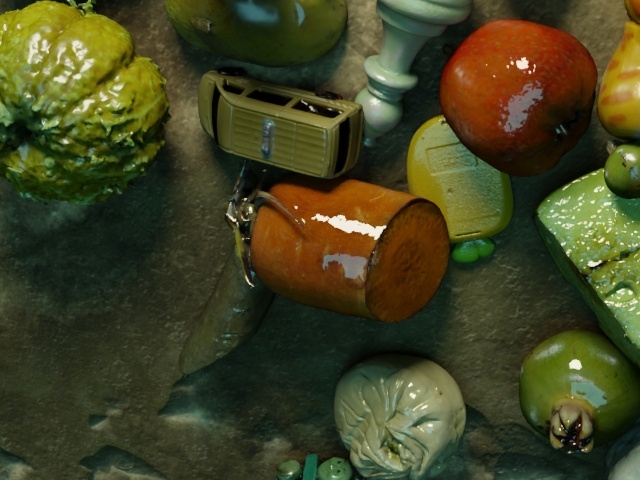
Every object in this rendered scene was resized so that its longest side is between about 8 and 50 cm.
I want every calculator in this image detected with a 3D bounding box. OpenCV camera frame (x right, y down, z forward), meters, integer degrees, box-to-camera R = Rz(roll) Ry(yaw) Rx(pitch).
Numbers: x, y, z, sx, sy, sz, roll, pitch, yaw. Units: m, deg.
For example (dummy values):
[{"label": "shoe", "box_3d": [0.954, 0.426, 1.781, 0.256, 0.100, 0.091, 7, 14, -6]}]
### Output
[{"label": "calculator", "box_3d": [0.203, -0.071, 1.129, 0.146, 0.032, 0.234, -10, 112, 18]}]

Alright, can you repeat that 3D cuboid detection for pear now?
[{"label": "pear", "box_3d": [0.452, 0.007, 1.027, 0.292, 0.159, 0.292, -2, 84, 22]}]

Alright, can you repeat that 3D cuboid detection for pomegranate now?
[{"label": "pomegranate", "box_3d": [0.380, -0.087, 0.953, 0.073, 0.084, 0.073, -2, 105, -7]}, {"label": "pomegranate", "box_3d": [0.380, 0.219, 1.120, 0.179, 0.210, 0.179, 0, 89, 4]}]

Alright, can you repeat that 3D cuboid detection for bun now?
[{"label": "bun", "box_3d": [0.122, 0.297, 1.250, 0.229, 0.145, 0.229, 5, 118, 10]}]

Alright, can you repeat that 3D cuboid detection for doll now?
[{"label": "doll", "box_3d": [0.428, -0.234, 0.928, 0.167, 0.162, 0.269, 4, 113, -19]}]

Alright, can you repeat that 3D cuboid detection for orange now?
[{"label": "orange", "box_3d": [-0.376, -0.183, 1.103, 0.301, 0.223, 0.300, -28, 115, 29]}]

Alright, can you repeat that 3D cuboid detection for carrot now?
[{"label": "carrot", "box_3d": [0.000, 0.000, 1.109, 0.331, 0.214, 0.193, 17, 103, 21]}]

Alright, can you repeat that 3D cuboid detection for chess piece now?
[{"label": "chess piece", "box_3d": [0.102, -0.241, 1.043, 0.139, 0.139, 0.271, 21, 128, 4]}]

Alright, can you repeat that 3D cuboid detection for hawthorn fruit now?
[{"label": "hawthorn fruit", "box_3d": [0.238, -0.199, 1.003, 0.225, 0.197, 0.196, 43, 120, 27]}]

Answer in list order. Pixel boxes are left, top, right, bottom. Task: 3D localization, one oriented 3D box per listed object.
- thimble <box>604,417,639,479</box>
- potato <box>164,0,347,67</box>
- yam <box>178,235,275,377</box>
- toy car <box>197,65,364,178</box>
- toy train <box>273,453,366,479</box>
[{"label": "thimble", "box_3d": [0.555, 0.350, 1.151, 0.250, 0.172, 0.204, -6, 110, 18]}, {"label": "potato", "box_3d": [-0.102, -0.315, 1.055, 0.272, 0.111, 0.160, 15, 114, 6]}, {"label": "yam", "box_3d": [-0.143, 0.118, 1.256, 0.106, 0.106, 0.259, 28, 116, 0]}, {"label": "toy car", "box_3d": [-0.073, -0.164, 1.081, 0.257, 0.124, 0.101, 17, 120, 20]}, {"label": "toy train", "box_3d": [0.019, 0.520, 1.389, 0.194, 0.120, 0.298, -11, 110, 10]}]
